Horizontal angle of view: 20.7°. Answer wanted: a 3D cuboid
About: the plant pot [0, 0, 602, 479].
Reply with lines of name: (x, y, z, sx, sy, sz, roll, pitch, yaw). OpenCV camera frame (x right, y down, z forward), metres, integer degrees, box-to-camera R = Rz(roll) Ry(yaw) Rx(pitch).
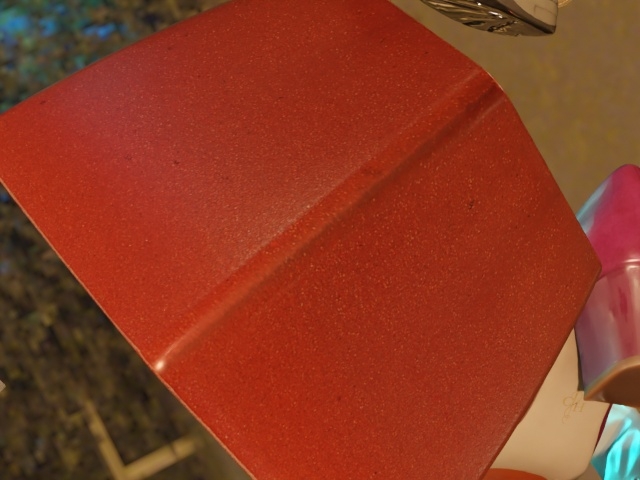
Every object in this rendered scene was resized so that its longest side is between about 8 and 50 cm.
plant pot: (0.000, 0.000, 1.018, 0.267, 0.235, 0.267, 44, 173, 47)

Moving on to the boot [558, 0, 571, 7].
boot: (0.189, -0.250, 1.730, 0.165, 0.213, 0.077, 49, 127, 58)

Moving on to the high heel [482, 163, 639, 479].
high heel: (0.187, 0.096, 1.475, 0.377, 0.127, 0.181, -42, 39, 51)

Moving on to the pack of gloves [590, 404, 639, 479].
pack of gloves: (0.233, 0.234, 1.525, 0.046, 0.195, 0.232, 32, -162, -18)

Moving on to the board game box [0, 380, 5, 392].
board game box: (-0.399, 0.266, 1.119, 0.050, 0.390, 0.390, 45, -161, -6)

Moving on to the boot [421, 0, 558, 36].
boot: (0.085, -0.232, 1.016, 0.085, 0.179, 0.236, 10, 173, 34)
